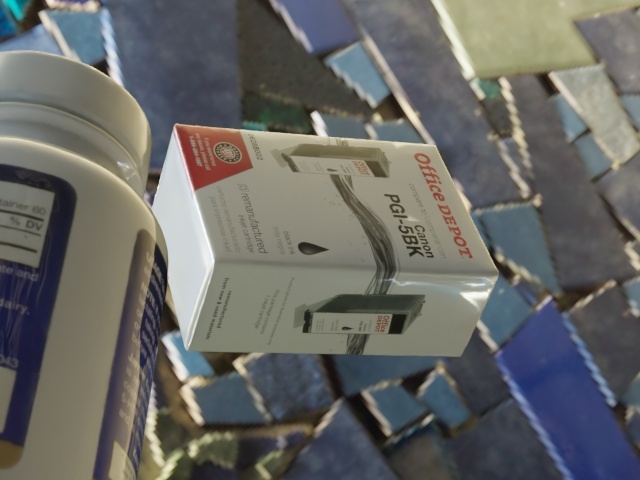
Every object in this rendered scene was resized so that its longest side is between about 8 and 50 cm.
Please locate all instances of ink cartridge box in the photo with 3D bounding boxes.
[{"bbox_3d":[0.000,0.000,0.630,0.099,0.135,0.056,-111,32,-45],"label":"ink cartridge box"}]

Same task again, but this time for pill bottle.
[{"bbox_3d":[-0.111,0.029,0.472,0.112,0.186,0.112,3,142,2],"label":"pill bottle"}]
